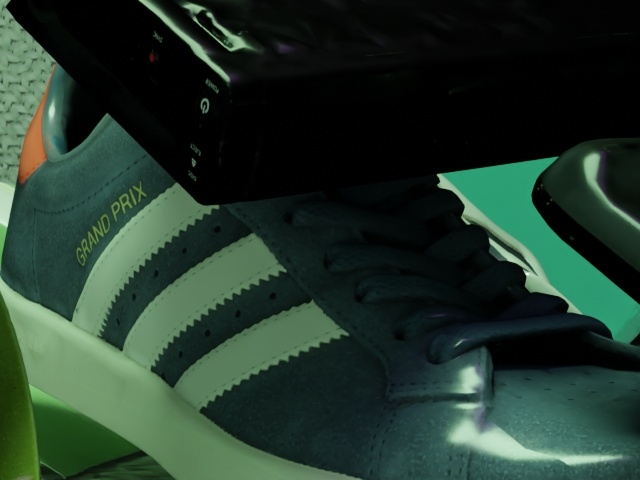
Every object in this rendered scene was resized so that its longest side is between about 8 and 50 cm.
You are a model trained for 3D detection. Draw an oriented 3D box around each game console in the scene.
[{"bbox_3d":[0.084,-0.009,0.445,0.213,0.044,0.361,-9,37,-35],"label":"game console"}]

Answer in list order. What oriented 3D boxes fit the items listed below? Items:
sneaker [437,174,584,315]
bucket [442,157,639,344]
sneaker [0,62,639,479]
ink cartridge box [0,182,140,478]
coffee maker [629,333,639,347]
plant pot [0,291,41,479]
[{"bbox_3d":[0.031,0.006,0.743,0.235,0.094,0.153,41,-5,14],"label":"sneaker"},{"bbox_3d":[0.070,-0.039,0.944,0.281,0.281,0.183,1,10,3],"label":"bucket"},{"bbox_3d":[0.000,0.000,0.538,0.131,0.148,0.350,1,10,-41],"label":"sneaker"},{"bbox_3d":[-0.123,0.028,0.738,0.171,0.056,0.235,28,4,13],"label":"ink cartridge box"},{"bbox_3d":[0.211,0.051,1.343,0.171,0.120,0.178,-23,4,-13],"label":"coffee maker"},{"bbox_3d":[-0.125,0.051,0.458,0.079,0.083,0.083,-10,-1,1],"label":"plant pot"}]
